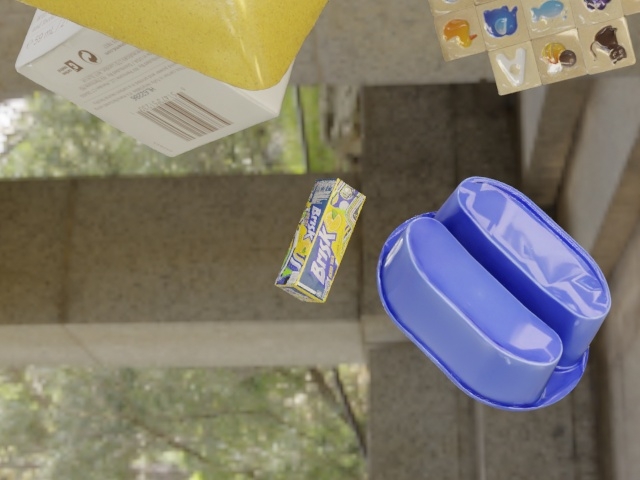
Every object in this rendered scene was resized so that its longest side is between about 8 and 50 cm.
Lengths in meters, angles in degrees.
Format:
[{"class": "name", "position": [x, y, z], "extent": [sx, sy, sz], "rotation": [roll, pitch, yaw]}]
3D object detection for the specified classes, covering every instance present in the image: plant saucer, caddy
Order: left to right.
[{"class": "plant saucer", "position": [-0.119, -0.333, 1.105], "extent": [0.333, 0.332, 0.081], "rotation": [-61, -16, -22]}, {"class": "caddy", "position": [0.240, 0.079, 1.705], "extent": [0.341, 0.241, 0.179], "rotation": [45, 150, 15]}]

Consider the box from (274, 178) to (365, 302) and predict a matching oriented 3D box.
[{"class": "box", "position": [0.000, 0.000, 1.694], "extent": [0.054, 0.059, 0.169], "rotation": [0, 63, 54]}]

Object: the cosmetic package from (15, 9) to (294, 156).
[{"class": "cosmetic package", "position": [-0.232, -0.403, 1.956], "extent": [0.329, 0.327, 0.394], "rotation": [-15, 53, 50]}]

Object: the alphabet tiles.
[{"class": "alphabet tiles", "position": [0.248, -0.354, 1.417], "extent": [0.011, 0.285, 0.343], "rotation": [-32, -72, -60]}]
